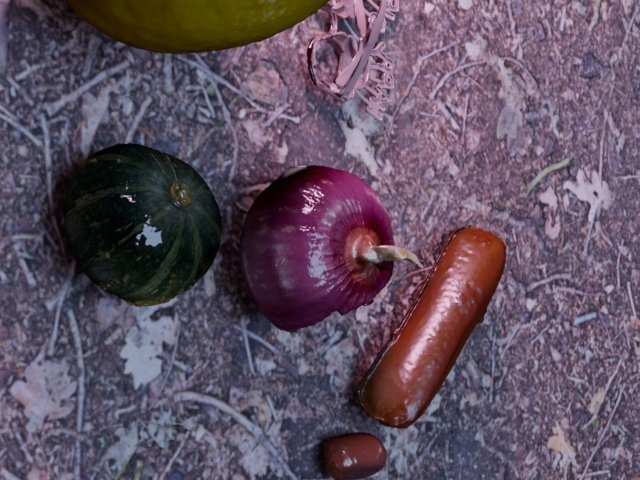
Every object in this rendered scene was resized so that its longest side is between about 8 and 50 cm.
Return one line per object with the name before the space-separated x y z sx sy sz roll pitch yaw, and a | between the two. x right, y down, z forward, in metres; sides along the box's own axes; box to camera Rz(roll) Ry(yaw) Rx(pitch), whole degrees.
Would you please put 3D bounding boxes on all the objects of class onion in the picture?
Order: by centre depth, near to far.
onion | -0.009 0.001 2.009 0.207 0.200 0.201 -31 112 -16

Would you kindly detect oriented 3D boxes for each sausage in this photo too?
sausage | 0.045 0.282 2.126 0.094 0.054 0.059 -2 131 -41
sausage | 0.155 0.119 2.203 0.102 0.102 0.330 52 57 -30

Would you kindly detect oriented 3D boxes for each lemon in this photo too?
lemon | -0.144 -0.357 1.765 0.364 0.364 0.364 0 90 -43

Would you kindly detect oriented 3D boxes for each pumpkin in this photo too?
pumpkin | -0.200 -0.018 1.844 0.190 0.146 0.190 17 54 -24

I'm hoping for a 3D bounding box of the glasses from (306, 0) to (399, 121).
glasses | 0.066 -0.286 2.127 0.162 0.095 0.255 5 89 -51
